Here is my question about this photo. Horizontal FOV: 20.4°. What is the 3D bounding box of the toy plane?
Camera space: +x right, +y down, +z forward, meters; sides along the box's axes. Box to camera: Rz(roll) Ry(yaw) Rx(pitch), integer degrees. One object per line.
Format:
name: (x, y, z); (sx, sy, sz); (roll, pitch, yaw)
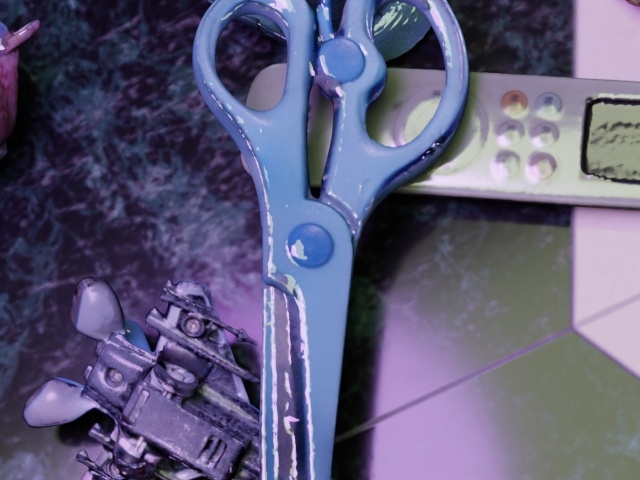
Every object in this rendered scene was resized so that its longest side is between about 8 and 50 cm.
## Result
toy plane: (-0.065, 0.128, 1.127); (0.246, 0.078, 0.169); (33, 109, 14)

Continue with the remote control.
remote control: (0.101, -0.067, 1.175); (0.309, 0.038, 0.090); (5, 75, 11)

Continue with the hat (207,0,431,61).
hat: (-0.008, -0.197, 1.212); (0.190, 0.078, 0.138); (20, 80, 15)

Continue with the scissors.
scissors: (0.000, 0.000, 1.116); (0.180, 0.032, 0.393); (5, 74, -5)

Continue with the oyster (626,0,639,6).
oyster: (0.216, -0.196, 1.179); (0.038, 0.080, 0.083); (-9, 106, -15)

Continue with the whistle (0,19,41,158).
whistle: (-0.332, -0.058, 1.206); (0.346, 0.134, 0.142); (-31, 38, 10)
